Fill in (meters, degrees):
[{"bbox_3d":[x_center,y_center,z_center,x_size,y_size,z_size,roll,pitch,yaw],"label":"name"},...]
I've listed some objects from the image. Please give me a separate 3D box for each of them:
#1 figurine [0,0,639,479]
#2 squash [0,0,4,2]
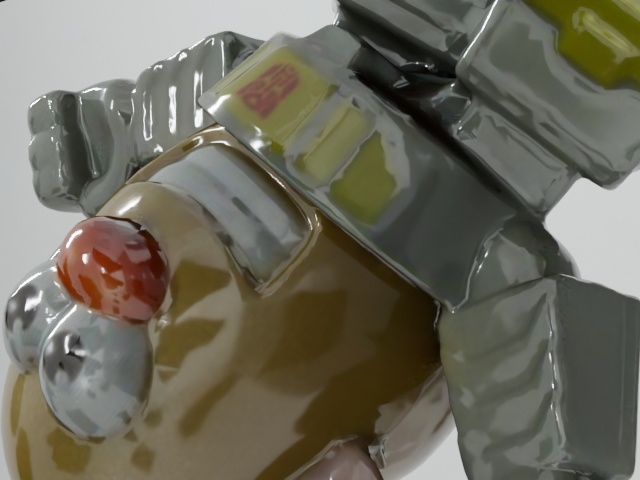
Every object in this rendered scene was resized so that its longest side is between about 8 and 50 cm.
[{"bbox_3d":[0.001,0.001,0.493,0.167,0.285,0.342,36,-174,-24],"label":"figurine"},{"bbox_3d":[-0.203,-0.132,0.289,0.137,0.287,0.137,-53,-19,-26],"label":"squash"}]
